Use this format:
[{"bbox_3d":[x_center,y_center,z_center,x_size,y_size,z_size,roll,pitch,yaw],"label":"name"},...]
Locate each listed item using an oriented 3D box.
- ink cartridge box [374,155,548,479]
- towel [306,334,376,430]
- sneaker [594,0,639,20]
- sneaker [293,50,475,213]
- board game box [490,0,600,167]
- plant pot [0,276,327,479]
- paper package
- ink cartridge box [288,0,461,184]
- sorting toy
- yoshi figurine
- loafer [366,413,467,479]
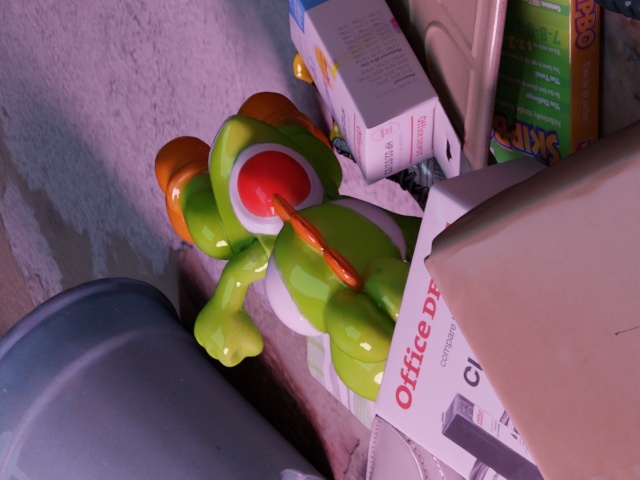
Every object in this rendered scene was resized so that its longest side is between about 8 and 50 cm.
[{"bbox_3d":[0.183,0.091,1.375,0.273,0.114,0.197,34,124,36],"label":"ink cartridge box"},{"bbox_3d":[0.027,0.132,1.952,0.152,0.023,0.113,39,145,44],"label":"towel"},{"bbox_3d":[0.189,-0.212,1.160,0.341,0.125,0.139,27,120,44],"label":"sneaker"},{"bbox_3d":[0.056,-0.078,1.601,0.225,0.093,0.088,57,155,14],"label":"sneaker"},{"bbox_3d":[0.149,-0.137,1.423,0.124,0.039,0.259,42,145,43],"label":"board game box"},{"bbox_3d":[-0.180,0.267,2.178,0.334,0.341,0.341,35,144,34],"label":"plant pot"},{"bbox_3d":[0.269,0.058,1.074,0.325,0.168,0.309,-28,91,44],"label":"paper package"},{"bbox_3d":[0.039,-0.116,1.506,0.104,0.061,0.181,84,160,-68],"label":"ink cartridge box"},{"bbox_3d":[0.065,-0.221,1.465,0.229,0.041,0.307,85,160,-52],"label":"sorting toy"},{"bbox_3d":[0.004,0.024,1.661,0.362,0.203,0.203,47,123,55],"label":"yoshi figurine"},{"bbox_3d":[0.078,0.273,1.779,0.112,0.111,0.319,39,147,46],"label":"loafer"}]
